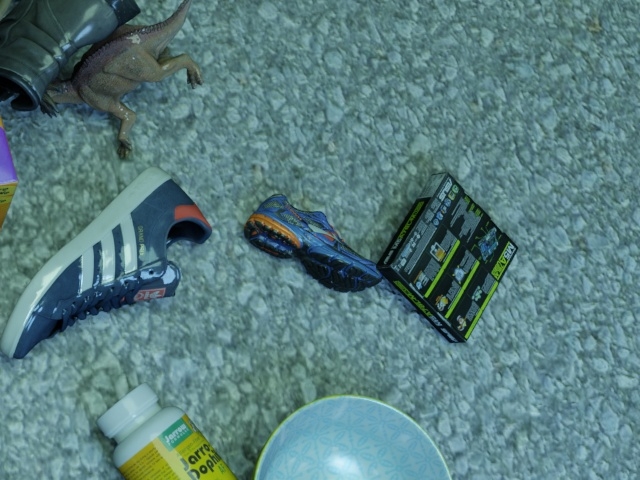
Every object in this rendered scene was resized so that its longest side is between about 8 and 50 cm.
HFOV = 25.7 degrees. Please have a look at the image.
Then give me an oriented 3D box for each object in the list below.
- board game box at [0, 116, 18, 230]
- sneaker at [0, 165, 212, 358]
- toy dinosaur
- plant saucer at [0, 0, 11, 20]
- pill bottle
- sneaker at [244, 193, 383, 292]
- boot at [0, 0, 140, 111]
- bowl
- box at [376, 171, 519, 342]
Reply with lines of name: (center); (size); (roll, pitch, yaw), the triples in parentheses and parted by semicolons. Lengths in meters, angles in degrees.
board game box: (-0.612, -0.144, 1.743); (0.357, 0.356, 0.356); (-12, 77, -23)
sneaker: (-0.282, 0.054, 1.919); (0.148, 0.131, 0.350); (40, 64, 2)
toy dinosaur: (-0.296, -0.246, 1.968); (0.200, 0.296, 0.127); (29, 28, -50)
plant saucer: (-0.492, -0.323, 1.624); (0.278, 0.041, 0.278); (6, 71, -17)
pill bottle: (-0.202, 0.296, 1.874); (0.117, 0.117, 0.208); (-37, 87, -26)
sneaker: (0.000, 0.000, 2.069); (0.221, 0.083, 0.087); (31, 57, -12)
boot: (-0.411, -0.297, 1.913); (0.223, 0.338, 0.118); (-45, 122, -14)
bowl: (0.024, 0.366, 1.911); (0.289, 0.156, 0.289); (6, 71, -17)
box: (0.194, 0.026, 2.117); (0.184, 0.045, 0.190); (45, 62, -26)
